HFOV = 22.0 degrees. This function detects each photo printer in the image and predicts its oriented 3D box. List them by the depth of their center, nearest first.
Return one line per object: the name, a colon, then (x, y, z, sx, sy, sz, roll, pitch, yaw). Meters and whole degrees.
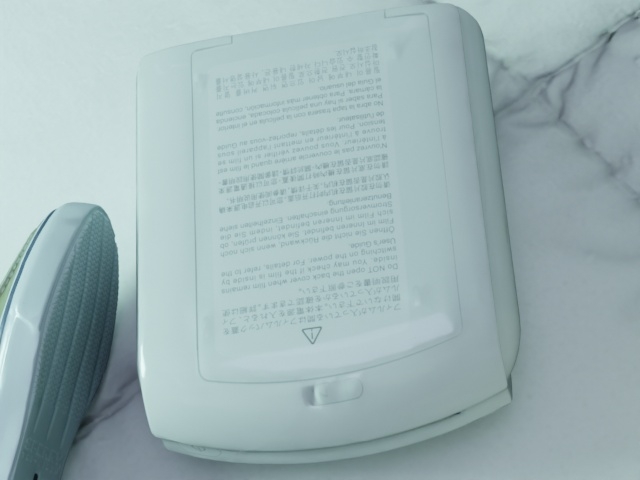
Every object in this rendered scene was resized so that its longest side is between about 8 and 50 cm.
photo printer: (0.000, 0.000, 1.110, 0.256, 0.107, 0.307, -9, 60, 8)

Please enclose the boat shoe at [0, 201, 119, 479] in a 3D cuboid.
boat shoe: (-0.217, 0.109, 1.103, 0.094, 0.109, 0.302, 6, 66, 19)
